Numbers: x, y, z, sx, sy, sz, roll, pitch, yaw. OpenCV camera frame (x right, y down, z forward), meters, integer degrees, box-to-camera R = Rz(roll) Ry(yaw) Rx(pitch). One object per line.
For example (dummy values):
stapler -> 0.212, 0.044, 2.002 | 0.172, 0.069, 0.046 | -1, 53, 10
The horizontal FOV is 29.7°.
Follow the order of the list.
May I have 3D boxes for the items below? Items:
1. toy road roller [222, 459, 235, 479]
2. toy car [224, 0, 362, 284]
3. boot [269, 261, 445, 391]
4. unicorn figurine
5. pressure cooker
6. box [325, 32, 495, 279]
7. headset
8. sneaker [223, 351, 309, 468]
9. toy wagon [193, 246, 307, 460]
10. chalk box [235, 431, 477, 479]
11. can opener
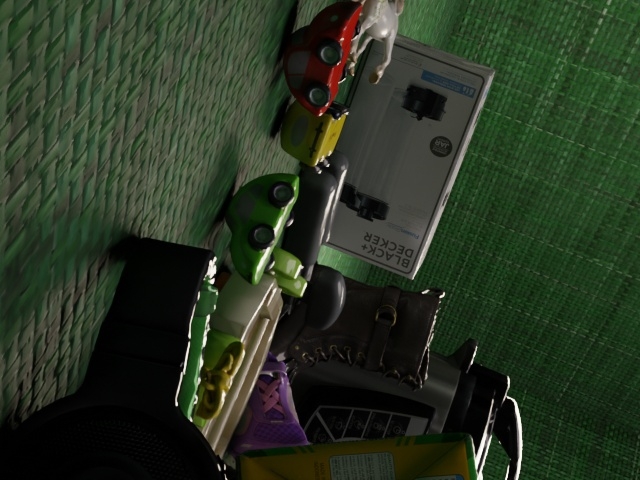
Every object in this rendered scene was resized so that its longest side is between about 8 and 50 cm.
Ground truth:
toy road roller -> -0.098, 0.398, 1.510 | 0.240, 0.202, 0.329 | -58, -175, 46
toy car -> -0.032, -0.071, 1.037 | 0.239, 0.053, 0.225 | 95, 17, -70
boot -> 0.034, 0.152, 1.638 | 0.091, 0.229, 0.263 | 88, 24, -77
unicorn figurine -> 0.053, -0.223, 1.238 | 0.162, 0.060, 0.111 | 66, 46, -83
pressure cooker -> 0.088, 0.321, 1.831 | 0.370, 0.420, 0.375 | 108, 7, -45
box -> 0.101, -0.114, 1.590 | 0.087, 0.169, 0.290 | -52, 164, -72
headset -> -0.096, 0.189, 0.710 | 0.243, 0.185, 0.394 | 103, -1, -57
sneaker -> -0.066, 0.184, 1.352 | 0.236, 0.095, 0.104 | -136, -125, -70
toy wagon -> -0.096, 0.131, 1.128 | 0.344, 0.068, 0.267 | 81, 31, -79
chalk box -> 0.017, 0.207, 0.717 | 0.213, 0.132, 0.132 | 98, -13, -67
can opener -> 0.000, 0.000, 1.497 | 0.280, 0.093, 0.074 | 98, 15, -50
